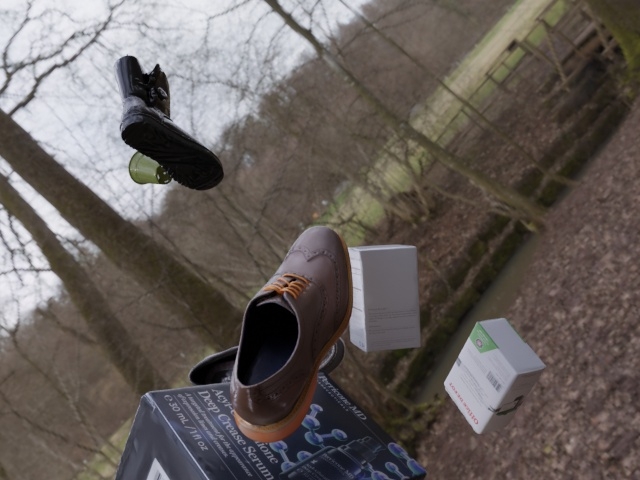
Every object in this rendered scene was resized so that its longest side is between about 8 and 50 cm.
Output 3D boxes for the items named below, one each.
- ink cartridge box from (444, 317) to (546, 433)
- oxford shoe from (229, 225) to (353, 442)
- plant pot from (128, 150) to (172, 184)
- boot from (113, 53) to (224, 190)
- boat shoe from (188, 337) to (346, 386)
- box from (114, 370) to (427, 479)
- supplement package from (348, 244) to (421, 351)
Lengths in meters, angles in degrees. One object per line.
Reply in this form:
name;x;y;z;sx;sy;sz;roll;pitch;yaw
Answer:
ink cartridge box;0.395;0.314;1.568;0.093;0.160;0.219;-5;-48;-28
oxford shoe;-0.032;0.096;0.969;0.132;0.130;0.363;80;-160;-46
plant pot;-0.366;-0.156;1.498;0.083;0.079;0.083;-25;-57;-45
boot;-0.292;-0.232;1.319;0.094;0.246;0.207;-32;50;22
boat shoe;-0.114;0.260;1.393;0.335;0.112;0.095;-17;-22;18
box;-0.080;0.396;1.105;0.396;0.293;0.211;4;-65;-45
supplement package;0.111;0.099;1.217;0.105;0.179;0.105;-3;2;-12
